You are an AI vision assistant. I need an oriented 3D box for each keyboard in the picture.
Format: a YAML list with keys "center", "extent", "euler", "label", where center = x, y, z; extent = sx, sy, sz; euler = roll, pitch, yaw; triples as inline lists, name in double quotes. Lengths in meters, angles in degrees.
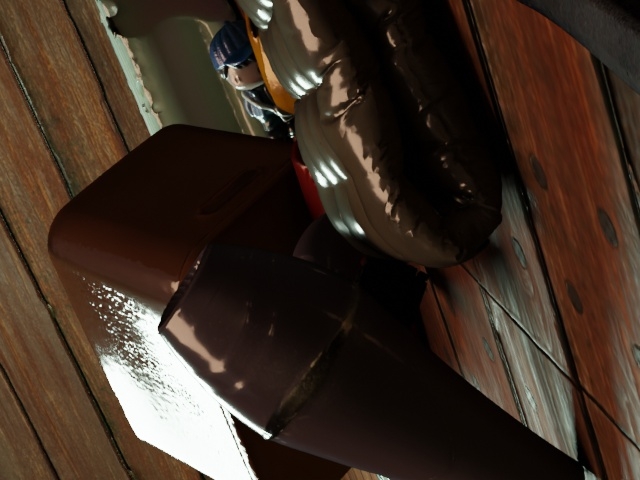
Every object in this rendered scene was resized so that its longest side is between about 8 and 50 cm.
- center: [0.047, 0.063, 1.132]
  extent: [0.060, 0.018, 0.195]
  euler: [32, -151, -3]
  label: "keyboard"

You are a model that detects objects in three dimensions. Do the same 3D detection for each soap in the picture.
- center: [-0.147, -0.160, 1.802]
  extent: [0.261, 0.156, 0.446]
  euler: [-141, 28, -77]
  label: "soap"

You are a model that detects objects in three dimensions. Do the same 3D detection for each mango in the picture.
- center: [-0.031, -0.182, 1.193]
  extent: [0.101, 0.066, 0.188]
  euler: [61, -173, -63]
  label: "mango"

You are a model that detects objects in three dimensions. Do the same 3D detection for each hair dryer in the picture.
- center: [0.049, 0.052, 1.050]
  extent: [0.301, 0.121, 0.361]
  euler: [30, -155, -9]
  label: "hair dryer"

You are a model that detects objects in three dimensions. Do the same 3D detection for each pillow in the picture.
- center: [0.002, -0.136, 0.895]
  extent: [0.326, 0.101, 0.228]
  euler: [60, 176, -4]
  label: "pillow"

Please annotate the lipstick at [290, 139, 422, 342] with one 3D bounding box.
- center: [0.038, 0.017, 1.310]
  extent: [0.073, 0.073, 0.280]
  euler: [-121, 10, -50]
  label: "lipstick"

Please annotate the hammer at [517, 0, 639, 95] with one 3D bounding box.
- center: [0.094, -0.106, 0.557]
  extent: [0.290, 0.037, 0.137]
  euler: [-123, 11, -53]
  label: "hammer"

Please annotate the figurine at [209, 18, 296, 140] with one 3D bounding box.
- center: [-0.063, -0.176, 1.510]
  extent: [0.136, 0.077, 0.079]
  euler: [56, -161, -36]
  label: "figurine"

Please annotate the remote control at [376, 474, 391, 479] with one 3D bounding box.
- center: [0.098, 0.328, 2.056]
  extent: [0.256, 0.045, 0.097]
  euler: [61, 173, 16]
  label: "remote control"

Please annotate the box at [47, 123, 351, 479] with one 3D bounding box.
- center: [-0.088, 0.070, 1.426]
  extent: [0.229, 0.239, 0.339]
  euler: [16, 137, 41]
  label: "box"
